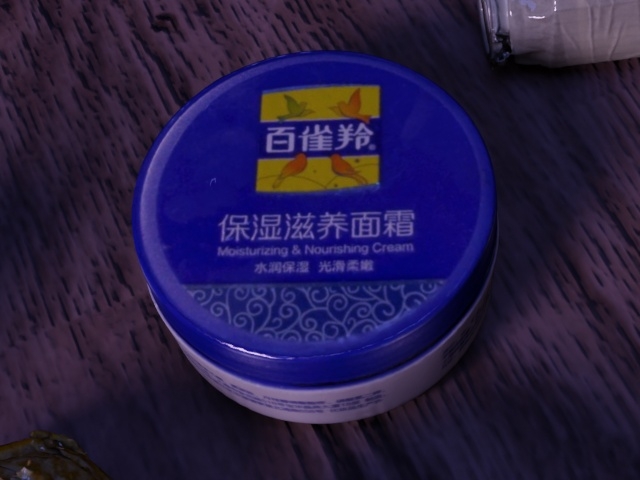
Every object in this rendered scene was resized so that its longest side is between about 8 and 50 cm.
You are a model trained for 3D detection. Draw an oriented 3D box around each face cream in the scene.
[{"bbox_3d":[0.000,0.000,0.743,0.206,0.111,0.206,-2,61,4],"label":"face cream"}]

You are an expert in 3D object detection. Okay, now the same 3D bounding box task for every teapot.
[{"bbox_3d":[0.201,-0.175,0.838,0.200,0.077,0.107,-7,58,2],"label":"teapot"}]

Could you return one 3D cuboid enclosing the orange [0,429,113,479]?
[{"bbox_3d":[-0.167,0.170,0.652,0.157,0.156,0.134,-15,100,-3],"label":"orange"}]
